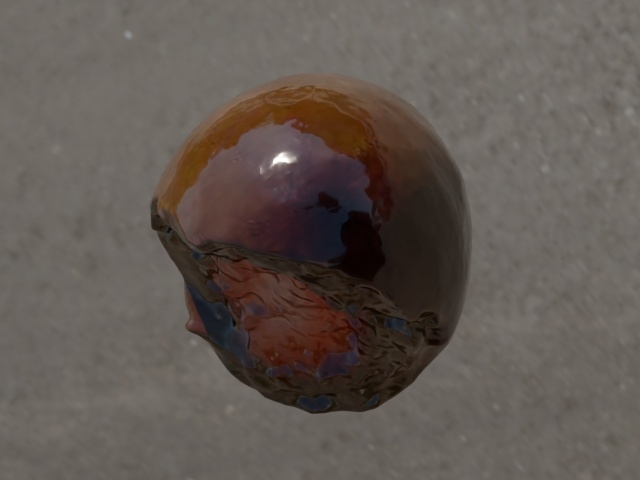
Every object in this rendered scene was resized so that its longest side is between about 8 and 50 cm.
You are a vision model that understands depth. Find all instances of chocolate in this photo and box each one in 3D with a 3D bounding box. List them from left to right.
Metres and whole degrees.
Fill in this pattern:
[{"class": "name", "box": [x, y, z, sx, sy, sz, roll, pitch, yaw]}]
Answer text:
[{"class": "chocolate", "box": [0.000, 0.000, 0.705, 0.133, 0.124, 0.127, 167, 103, -69]}]
